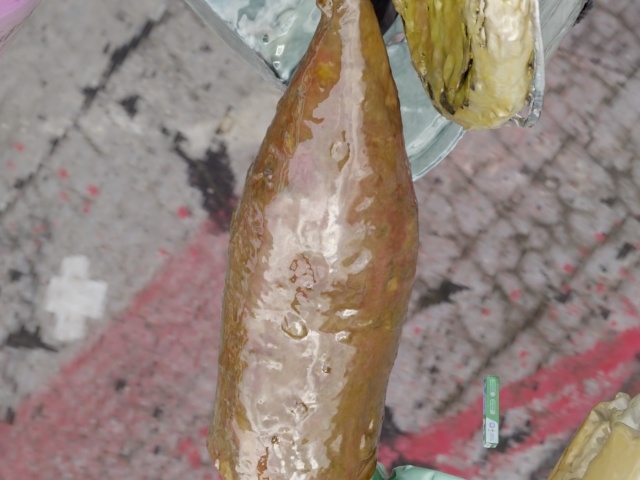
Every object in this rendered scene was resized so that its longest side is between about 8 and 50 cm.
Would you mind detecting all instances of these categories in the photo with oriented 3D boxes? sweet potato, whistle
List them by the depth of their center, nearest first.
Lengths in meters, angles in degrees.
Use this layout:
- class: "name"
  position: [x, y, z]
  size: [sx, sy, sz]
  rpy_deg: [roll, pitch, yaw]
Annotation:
- class: "sweet potato"
  position: [0.002, 0.001, 0.961]
  size: [0.131, 0.131, 0.336]
  rpy_deg: [29, 119, 38]
- class: "whistle"
  position: [0.011, -0.217, 1.574]
  size: [0.168, 0.405, 0.188]
  rpy_deg: [-46, 16, -2]

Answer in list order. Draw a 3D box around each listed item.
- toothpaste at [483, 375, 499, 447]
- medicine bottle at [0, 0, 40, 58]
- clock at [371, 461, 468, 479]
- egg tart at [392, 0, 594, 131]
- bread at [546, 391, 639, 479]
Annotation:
- class: "toothpaste"
  position: [0.203, 0.203, 1.856]
  size: [0.017, 0.020, 0.083]
  rpy_deg: [6, 67, -5]
- class: "medicine bottle"
  position: [-0.194, -0.159, 0.684]
  size: [0.291, 0.178, 0.178]
  rpy_deg: [157, 123, -66]
- class: "clock"
  position: [0.105, 0.222, 1.203]
  size: [0.189, 0.148, 0.060]
  rpy_deg: [17, 73, 14]
- class: "egg tart"
  position: [0.096, -0.180, 0.933]
  size: [0.094, 0.234, 0.234]
  rpy_deg: [-18, 60, -8]
- class: "bread"
  position: [0.093, 0.099, 0.365]
  size: [0.106, 0.125, 0.082]
  rpy_deg: [-52, 31, 11]
